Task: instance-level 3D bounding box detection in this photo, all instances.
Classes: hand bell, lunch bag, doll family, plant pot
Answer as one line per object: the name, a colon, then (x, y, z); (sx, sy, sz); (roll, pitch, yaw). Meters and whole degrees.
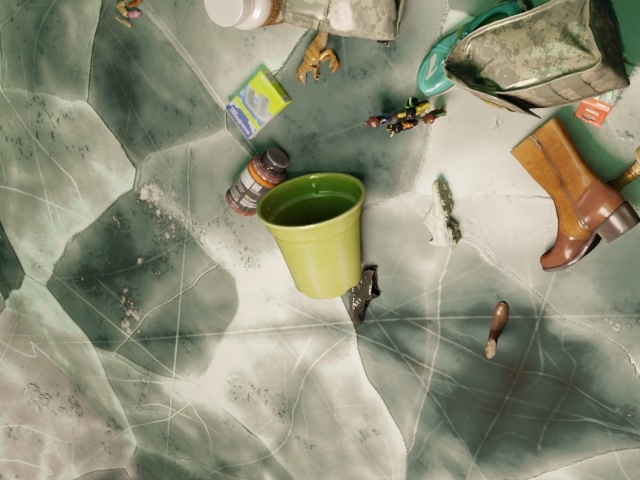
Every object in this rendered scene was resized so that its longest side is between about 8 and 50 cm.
hand bell: (0.634, -0.137, 1.247); (0.126, 0.126, 0.242); (46, 137, 4)
lunch bag: (0.070, -0.581, 1.276); (0.255, 0.213, 0.305); (15, 122, 3)
doll family: (0.193, -0.282, 1.399); (0.193, 0.111, 0.076); (-19, 101, 34)
lunch bag: (0.408, -0.332, 1.171); (0.287, 0.235, 0.169); (-12, 83, 37)
plant pot: (0.000, 0.000, 1.561); (0.276, 0.276, 0.254); (4, 125, 27)

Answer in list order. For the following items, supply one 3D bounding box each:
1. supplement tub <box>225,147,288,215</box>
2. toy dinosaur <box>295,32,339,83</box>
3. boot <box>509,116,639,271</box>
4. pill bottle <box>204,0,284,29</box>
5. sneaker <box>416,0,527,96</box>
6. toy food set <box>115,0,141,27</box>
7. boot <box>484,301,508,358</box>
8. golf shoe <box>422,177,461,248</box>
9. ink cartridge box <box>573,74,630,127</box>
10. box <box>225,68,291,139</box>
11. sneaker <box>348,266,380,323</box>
supplement tub: (-0.167, -0.161, 1.653); (0.106, 0.106, 0.198); (47, 124, 2)
toy dinosaur: (-0.003, -0.458, 1.458); (0.112, 0.064, 0.212); (37, 124, 11)
boot: (0.501, -0.088, 1.325); (0.280, 0.096, 0.264); (53, 153, 10)
pill bottle: (-0.158, -0.554, 1.398); (0.131, 0.229, 0.131); (11, 117, 24)
sneaker: (0.305, -0.408, 1.284); (0.275, 0.110, 0.107); (-38, 91, 36)
toy food set: (-0.522, -0.656, 1.681); (0.078, 0.019, 0.122); (35, 116, 11)
boot: (0.429, 0.220, 1.491); (0.037, 0.114, 0.107); (13, 117, 23)
golf shoe: (0.280, -0.062, 1.480); (0.086, 0.069, 0.176); (-3, 109, 36)
ink cartridge box: (0.569, -0.291, 1.240); (0.062, 0.029, 0.115); (29, 121, 15)
box: (-0.172, -0.353, 1.609); (0.178, 0.042, 0.109); (-36, 91, 34)
sneaker: (0.123, 0.154, 1.666); (0.089, 0.051, 0.170); (1, 109, 33)
